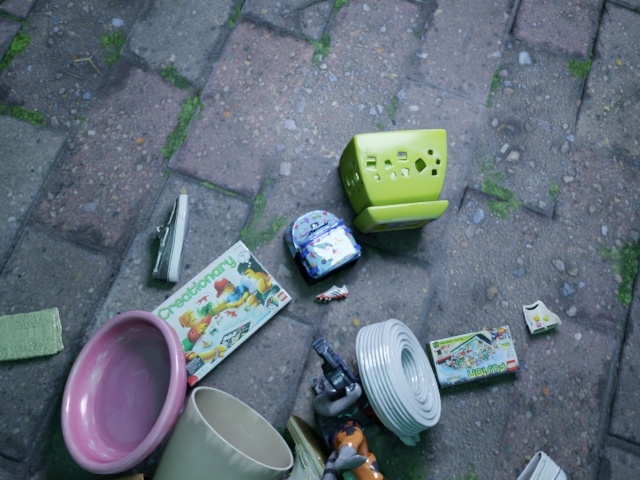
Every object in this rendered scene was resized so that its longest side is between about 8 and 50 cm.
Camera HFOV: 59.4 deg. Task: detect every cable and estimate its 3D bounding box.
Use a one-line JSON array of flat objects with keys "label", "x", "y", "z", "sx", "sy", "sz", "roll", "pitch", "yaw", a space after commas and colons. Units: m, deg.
[{"label": "cable", "x": 0.173, "y": 0.300, "z": 1.243, "sx": 0.089, "sy": 0.257, "sz": 0.257, "roll": -25, "pitch": 46, "yaw": 24}]

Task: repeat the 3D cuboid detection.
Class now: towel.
[{"label": "towel", "x": -0.669, "y": 0.217, "z": 1.282, "sx": 0.148, "sy": 0.027, "sz": 0.110, "roll": -9, "pitch": 77, "yaw": -10}]

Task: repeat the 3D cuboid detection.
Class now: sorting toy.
[{"label": "sorting toy", "x": 0.548, "y": 0.193, "z": 1.418, "sx": 0.083, "sy": 0.045, "sz": 0.075, "roll": -15, "pitch": 70, "yaw": -9}]

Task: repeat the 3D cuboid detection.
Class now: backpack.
[{"label": "backpack", "x": 0.000, "y": 0.000, "z": 1.369, "sx": 0.158, "sy": 0.117, "sz": 0.173, "roll": -25, "pitch": 77, "yaw": -13}]

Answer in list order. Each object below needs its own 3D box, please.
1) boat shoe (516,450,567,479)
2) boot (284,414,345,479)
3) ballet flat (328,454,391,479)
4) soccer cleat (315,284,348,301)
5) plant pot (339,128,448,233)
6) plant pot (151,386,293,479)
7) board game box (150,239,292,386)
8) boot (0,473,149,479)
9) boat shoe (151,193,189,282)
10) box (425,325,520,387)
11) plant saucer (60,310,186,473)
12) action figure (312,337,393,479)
[{"label": "boat shoe", "x": 0.445, "y": 0.592, "z": 1.273, "sx": 0.267, "sy": 0.096, "sz": 0.088, "roll": -38, "pitch": 78, "yaw": -15}, {"label": "boot", "x": -0.055, "y": 0.514, "z": 1.240, "sx": 0.165, "sy": 0.077, "sz": 0.213, "roll": -45, "pitch": 53, "yaw": 8}, {"label": "ballet flat", "x": 0.137, "y": 0.582, "z": 1.224, "sx": 0.342, "sy": 0.124, "sz": 0.116, "roll": 34, "pitch": 76, "yaw": 3}, {"label": "soccer cleat", "x": 0.027, "y": 0.129, "z": 1.383, "sx": 0.083, "sy": 0.029, "sz": 0.036, "roll": -7, "pitch": 67, "yaw": -11}, {"label": "plant pot", "x": 0.179, "y": -0.134, "z": 1.373, "sx": 0.227, "sy": 0.228, "sz": 0.207, "roll": -6, "pitch": 83, "yaw": -8}, {"label": "plant pot", "x": -0.238, "y": 0.495, "z": 1.163, "sx": 0.256, "sy": 0.256, "sz": 0.274, "roll": 35, "pitch": 90, "yaw": 4}, {"label": "board game box", "x": -0.244, "y": 0.169, "z": 1.328, "sx": 0.305, "sy": 0.053, "sz": 0.193, "roll": -41, "pitch": 82, "yaw": -14}, {"label": "boot", "x": -0.490, "y": 0.512, "z": 1.106, "sx": 0.280, "sy": 0.264, "sz": 0.096, "roll": -7, "pitch": 51, "yaw": -6}, {"label": "boat shoe", "x": -0.362, "y": -0.010, "z": 1.350, "sx": 0.070, "sy": 0.078, "sz": 0.219, "roll": 8, "pitch": 76, "yaw": -5}, {"label": "box", "x": 0.373, "y": 0.284, "z": 1.375, "sx": 0.207, "sy": 0.036, "sz": 0.114, "roll": -11, "pitch": 77, "yaw": -9}, {"label": "plant saucer", "x": -0.405, "y": 0.318, "z": 1.189, "sx": 0.332, "sy": 0.084, "sz": 0.332, "roll": -15, "pitch": 60, "yaw": 27}, {"label": "action figure", "x": 0.032, "y": 0.381, "z": 1.180, "sx": 0.178, "sy": 0.330, "sz": 0.341, "roll": -31, "pitch": 115, "yaw": 6}]
